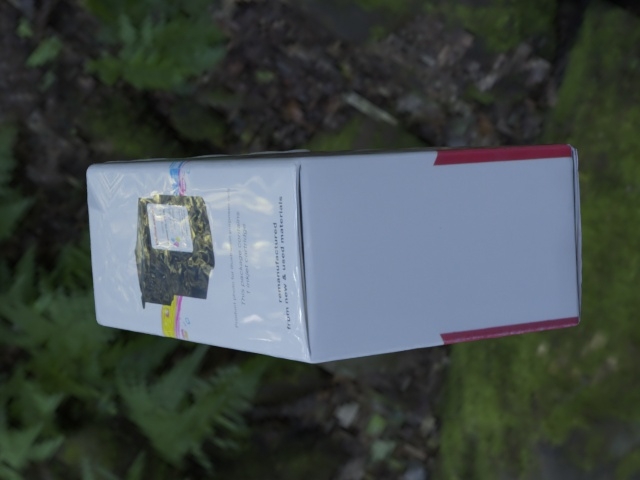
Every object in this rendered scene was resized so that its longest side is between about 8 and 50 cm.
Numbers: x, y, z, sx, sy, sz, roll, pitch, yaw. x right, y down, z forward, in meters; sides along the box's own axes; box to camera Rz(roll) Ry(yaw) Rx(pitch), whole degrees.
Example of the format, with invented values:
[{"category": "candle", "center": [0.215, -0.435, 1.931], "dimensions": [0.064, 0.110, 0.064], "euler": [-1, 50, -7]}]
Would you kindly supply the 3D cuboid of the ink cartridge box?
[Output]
[{"category": "ink cartridge box", "center": [0.000, 0.000, 0.651], "dimensions": [0.175, 0.127, 0.072], "euler": [3, 97, 58]}]
